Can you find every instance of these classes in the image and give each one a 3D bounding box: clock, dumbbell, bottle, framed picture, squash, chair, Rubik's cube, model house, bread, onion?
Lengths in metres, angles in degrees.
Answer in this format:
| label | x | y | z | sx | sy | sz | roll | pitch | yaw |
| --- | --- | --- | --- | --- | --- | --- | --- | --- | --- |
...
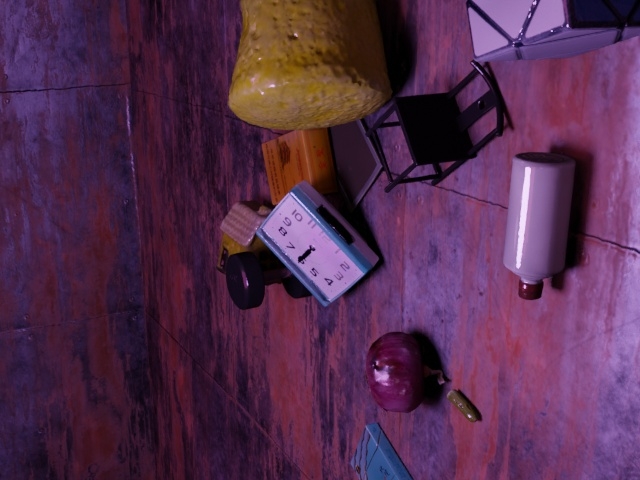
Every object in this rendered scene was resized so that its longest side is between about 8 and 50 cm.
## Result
| label | x | y | z | sx | sy | sz | roll | pitch | yaw |
| --- | --- | --- | --- | --- | --- | --- | --- | --- | --- |
| clock | 0.000 | 0.000 | 1.945 | 0.262 | 0.116 | 0.231 | 46 | 142 | 1 |
| dumbbell | -0.130 | 0.092 | 2.158 | 0.152 | 0.218 | 0.152 | 29 | 124 | 56 |
| bottle | 0.360 | -0.019 | 1.347 | 0.104 | 0.104 | 0.245 | 29 | 123 | 56 |
| framed picture | 0.065 | -0.219 | 1.922 | 0.252 | 0.014 | 0.197 | 67 | 149 | 24 |
| squash | 0.294 | 0.340 | 1.655 | 0.083 | 0.027 | 0.027 | 44 | 135 | 46 |
| chair | 0.214 | -0.207 | 1.531 | 0.260 | 0.141 | 0.154 | -43 | 61 | 60 |
| Rubik's cube | 0.345 | -0.378 | 1.161 | 0.207 | 0.205 | 0.205 | -6 | 92 | 60 |
| model house | -0.178 | 0.000 | 2.304 | 0.193 | 0.175 | 0.234 | 32 | 115 | 55 |
| bread | -0.032 | -0.398 | 1.720 | 0.348 | 0.348 | 0.307 | -23 | 71 | 61 |
| onion | 0.168 | 0.285 | 1.750 | 0.177 | 0.153 | 0.177 | 58 | 161 | 32 |

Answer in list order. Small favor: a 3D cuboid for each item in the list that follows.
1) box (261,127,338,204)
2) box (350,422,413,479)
| label | x | y | z | sx | sy | sz | roll | pitch | yaw |
| --- | --- | --- | --- | --- | --- | --- | --- | --- | --- |
| box | -0.057 | -0.188 | 2.074 | 0.274 | 0.076 | 0.174 | -6 | 96 | 65 |
| box | 0.157 | 0.582 | 1.963 | 0.229 | 0.041 | 0.162 | 56 | 143 | 38 |
